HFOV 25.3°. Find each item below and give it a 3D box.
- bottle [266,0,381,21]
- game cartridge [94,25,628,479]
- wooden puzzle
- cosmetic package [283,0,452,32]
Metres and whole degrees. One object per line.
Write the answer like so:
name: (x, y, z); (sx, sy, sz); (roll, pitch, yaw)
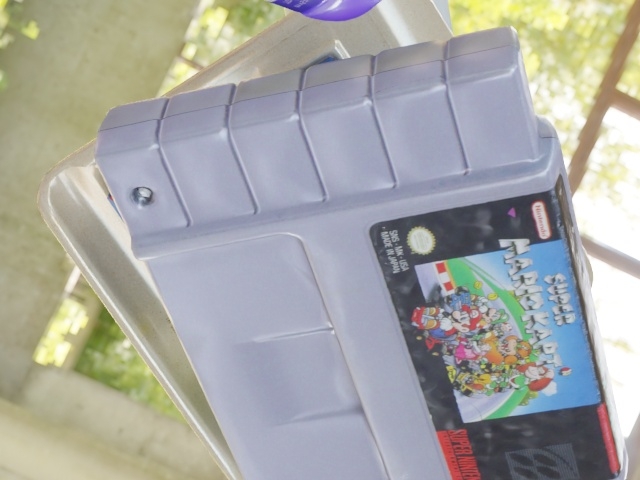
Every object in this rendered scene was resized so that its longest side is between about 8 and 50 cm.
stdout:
bottle: (-0.083, -0.206, 0.771); (0.118, 0.282, 0.092); (-32, -133, 56)
game cartridge: (0.041, 0.059, 0.806); (0.068, 0.230, 0.355); (-78, 155, -49)
wooden puzzle: (0.000, 0.000, 1.122); (0.347, 0.322, 0.080); (-32, -168, 6)
cosmetic package: (0.044, -0.233, 1.546); (0.377, 0.097, 0.284); (-133, -151, -69)
